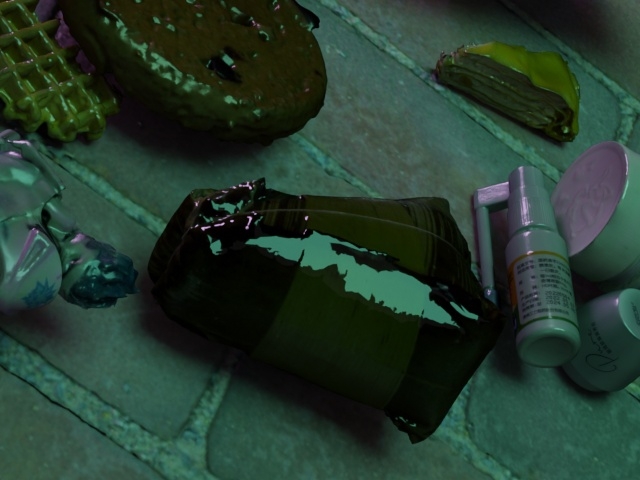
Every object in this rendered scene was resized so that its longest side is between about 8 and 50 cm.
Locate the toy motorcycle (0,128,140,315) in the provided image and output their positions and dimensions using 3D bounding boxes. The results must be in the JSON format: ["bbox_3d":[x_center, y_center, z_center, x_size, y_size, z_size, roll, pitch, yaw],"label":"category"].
[{"bbox_3d":[-0.235,-0.008,1.374,0.204,0.108,0.239,24,43,-12],"label":"toy motorcycle"}]

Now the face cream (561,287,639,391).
[{"bbox_3d":[0.285,0.097,1.711,0.091,0.095,0.091,21,48,-26],"label":"face cream"}]

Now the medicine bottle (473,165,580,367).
[{"bbox_3d":[0.197,0.025,1.705,0.061,0.092,0.220,54,26,-44],"label":"medicine bottle"}]

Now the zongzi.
[{"bbox_3d":[0.000,0.000,1.557,0.289,0.154,0.317,26,27,-15],"label":"zongzi"}]

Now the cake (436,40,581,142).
[{"bbox_3d":[0.215,-0.189,1.885,0.185,0.080,0.116,26,49,-15],"label":"cake"}]

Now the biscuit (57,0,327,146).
[{"bbox_3d":[-0.122,-0.198,1.622,0.296,0.075,0.296,27,36,-22],"label":"biscuit"}]

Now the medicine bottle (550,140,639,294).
[{"bbox_3d":[0.382,0.021,1.788,0.293,0.170,0.170,28,46,-20],"label":"medicine bottle"}]

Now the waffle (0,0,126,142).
[{"bbox_3d":[-0.257,-0.167,1.526,0.192,0.046,0.160,28,43,-21],"label":"waffle"}]
